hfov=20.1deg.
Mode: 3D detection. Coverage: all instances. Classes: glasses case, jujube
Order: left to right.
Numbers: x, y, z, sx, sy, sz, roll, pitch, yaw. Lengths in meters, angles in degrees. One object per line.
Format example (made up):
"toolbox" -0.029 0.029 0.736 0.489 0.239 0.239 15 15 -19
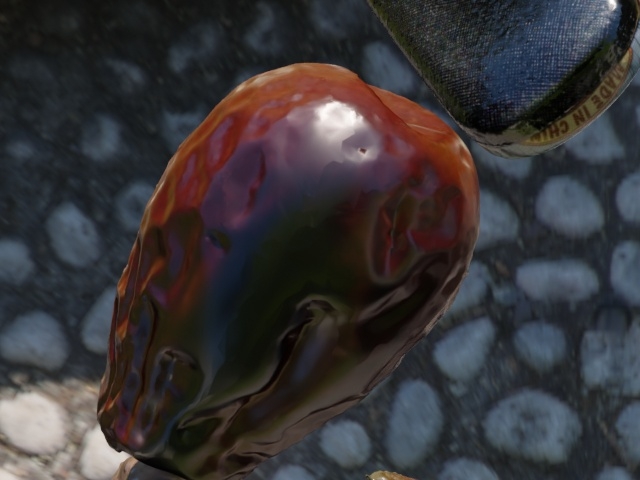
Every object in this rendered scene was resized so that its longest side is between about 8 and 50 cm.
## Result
"jujube" -0.021 0.024 0.934 0.168 0.168 0.236 36 98 15
"glasses case" 0.091 -0.160 1.080 0.122 0.082 0.321 -44 36 12

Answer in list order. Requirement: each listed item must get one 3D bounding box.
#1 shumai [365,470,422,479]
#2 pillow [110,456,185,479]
"shumai" 0.071 0.274 1.404 0.166 0.206 0.176 26 94 42
"pillow" -0.089 0.252 1.000 0.084 0.236 0.223 -9 30 34
